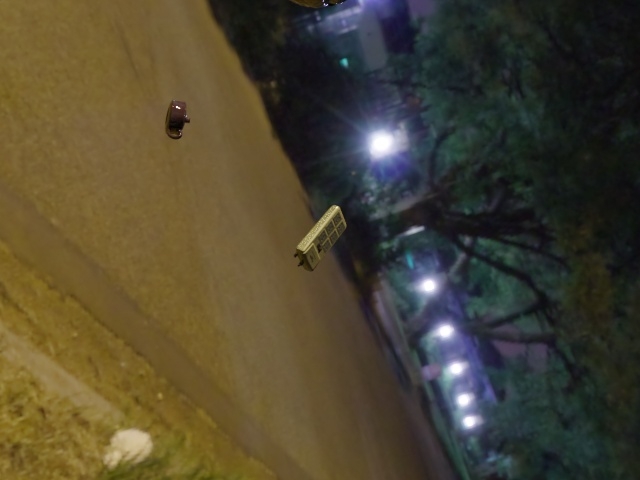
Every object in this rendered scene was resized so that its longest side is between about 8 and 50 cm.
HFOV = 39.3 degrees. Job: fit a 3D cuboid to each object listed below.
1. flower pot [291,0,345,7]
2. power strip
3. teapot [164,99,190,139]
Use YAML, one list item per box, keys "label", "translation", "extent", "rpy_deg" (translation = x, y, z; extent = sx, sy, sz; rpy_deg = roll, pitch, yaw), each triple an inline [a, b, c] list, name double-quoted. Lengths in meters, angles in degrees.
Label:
- label: "flower pot"
  translation: [-0.043, -0.660, 1.946]
  extent: [0.267, 0.267, 0.266]
  rpy_deg: [-5, 75, -65]
- label: "power strip"
  translation: [0.000, 0.000, 2.018]
  extent: [0.028, 0.169, 0.076]
  rpy_deg: [19, -32, 35]
- label: "teapot"
  translation: [-0.272, -0.230, 1.710]
  extent: [0.067, 0.045, 0.100]
  rpy_deg: [117, -23, -50]
